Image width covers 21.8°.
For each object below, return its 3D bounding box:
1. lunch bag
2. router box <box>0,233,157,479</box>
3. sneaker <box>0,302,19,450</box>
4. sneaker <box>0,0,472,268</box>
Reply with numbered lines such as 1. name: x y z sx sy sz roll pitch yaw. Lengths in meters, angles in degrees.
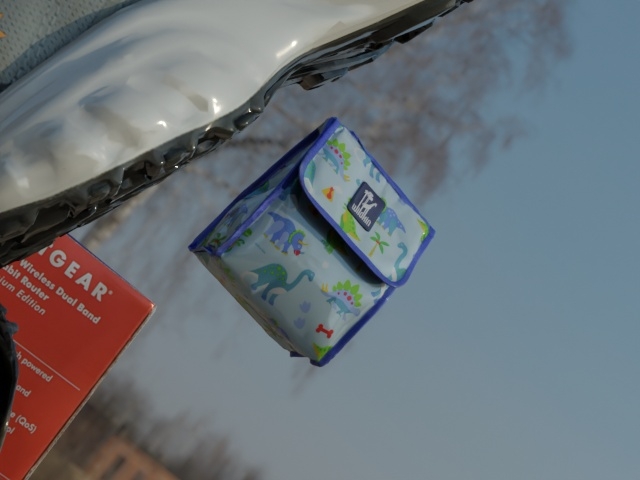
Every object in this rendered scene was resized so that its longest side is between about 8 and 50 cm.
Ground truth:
1. lunch bag: 0.000 0.000 1.274 0.129 0.151 0.096 49 -14 -16
2. router box: -0.244 0.106 0.800 0.082 0.301 0.335 41 -10 -20
3. sneaker: -0.136 0.111 0.498 0.083 0.118 0.222 -1 70 -51
4. sneaker: -0.019 -0.090 0.460 0.108 0.271 0.100 60 -33 -2
